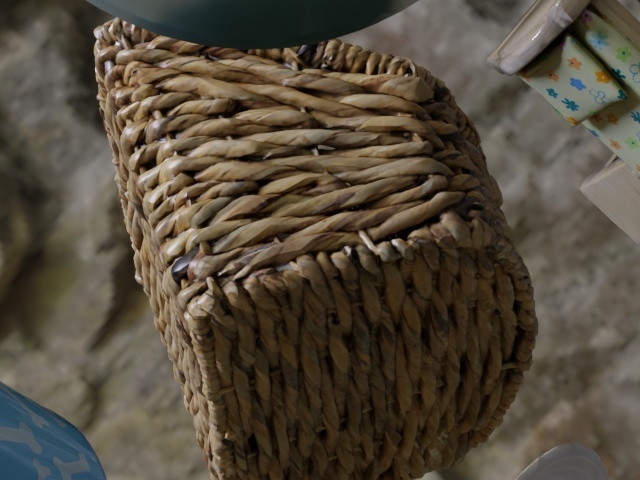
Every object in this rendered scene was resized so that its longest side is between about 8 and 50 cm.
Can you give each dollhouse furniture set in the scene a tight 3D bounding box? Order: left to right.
[{"bbox_3d":[0.088,-0.072,0.732,0.182,0.101,0.161,42,157,-5],"label":"dollhouse furniture set"}]

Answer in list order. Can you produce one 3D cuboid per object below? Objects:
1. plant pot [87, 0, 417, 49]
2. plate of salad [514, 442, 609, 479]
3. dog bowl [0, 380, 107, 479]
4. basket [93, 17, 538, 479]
[{"bbox_3d":[-0.020,-0.227,0.814,0.293,0.293,0.235,42,179,-7],"label":"plant pot"},{"bbox_3d":[0.051,0.162,0.673,0.048,0.199,0.200,17,170,27],"label":"plate of salad"},{"bbox_3d":[-0.137,0.172,0.580,0.074,0.297,0.166,22,158,-35],"label":"dog bowl"},{"bbox_3d":[0.000,0.000,1.200,0.299,0.214,0.223,85,166,-56],"label":"basket"}]
